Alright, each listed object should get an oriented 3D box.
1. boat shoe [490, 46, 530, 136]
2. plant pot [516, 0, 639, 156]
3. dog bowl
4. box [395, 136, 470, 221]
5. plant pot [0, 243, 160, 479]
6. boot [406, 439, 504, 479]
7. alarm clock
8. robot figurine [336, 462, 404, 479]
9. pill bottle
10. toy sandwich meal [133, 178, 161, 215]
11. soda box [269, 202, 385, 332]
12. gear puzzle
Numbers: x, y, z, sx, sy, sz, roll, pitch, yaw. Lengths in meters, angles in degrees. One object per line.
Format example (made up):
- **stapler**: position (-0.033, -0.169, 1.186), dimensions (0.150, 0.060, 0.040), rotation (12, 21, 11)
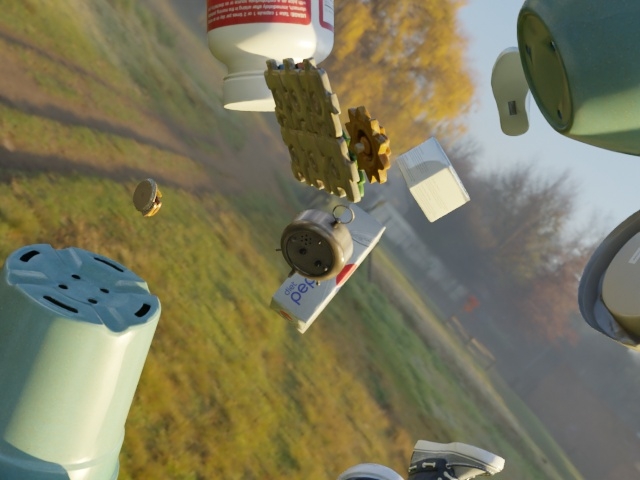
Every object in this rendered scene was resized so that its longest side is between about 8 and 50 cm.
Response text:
- **boat shoe**: position (0.378, -0.307, 1.691), dimensions (0.227, 0.079, 0.081), rotation (70, 20, -52)
- **plant pot**: position (0.311, -0.200, 0.845), dimensions (0.290, 0.196, 0.290), rotation (-20, 90, -89)
- **dog bowl**: position (0.671, 0.068, 1.652), dimensions (0.102, 0.349, 0.349), rotation (41, 7, -19)
- **box**: position (0.206, -0.113, 1.577), dimensions (0.102, 0.087, 0.101), rotation (51, 13, -38)
- **plant pot**: position (-0.435, 0.207, 1.392), dimensions (0.341, 0.334, 0.341), rotation (24, 17, -8)
- **boot**: position (0.185, 0.335, 1.206), dimensions (0.069, 0.086, 0.190), rotation (28, -20, -16)
- **alarm clock**: position (0.000, 0.000, 1.557), dimensions (0.129, 0.192, 0.064), rotation (39, 37, 0)
- **robot figurine**: position (0.082, 0.555, 1.625), dimensions (0.209, 0.174, 0.278), rotation (45, 30, -11)
- **pill bottle**: position (-0.090, -0.443, 1.530), dimensions (0.229, 0.229, 0.407), rotation (-29, 119, -85)
- **toy sandwich meal**: position (-0.381, -0.096, 1.889), dimensions (0.029, 0.085, 0.085), rotation (21, 23, -47)
- **soda box**: position (0.016, 0.058, 1.854), dimensions (0.098, 0.286, 0.091), rotation (38, -20, 8)
- **gear puzzle**: position (0.013, -0.137, 1.020), dimensions (0.339, 0.044, 0.175), rotation (-150, -138, -68)
